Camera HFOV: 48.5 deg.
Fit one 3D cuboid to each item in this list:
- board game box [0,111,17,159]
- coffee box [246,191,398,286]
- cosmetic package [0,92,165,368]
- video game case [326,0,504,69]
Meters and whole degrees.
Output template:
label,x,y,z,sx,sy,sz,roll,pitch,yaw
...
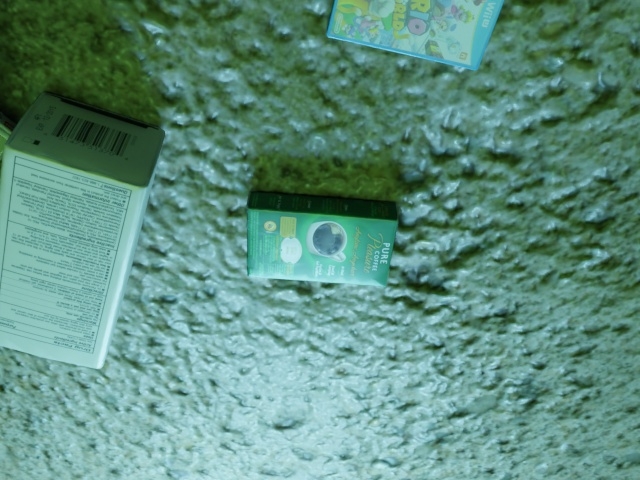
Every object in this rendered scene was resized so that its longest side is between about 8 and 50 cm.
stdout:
label,x,y,z,sx,sy,sz,roll,pitch,yaw
board game box,-0.510,-0.073,0.783,0.305,0.053,0.193,-44,116,6
coffee box,0.000,0.000,0.892,0.184,0.040,0.113,3,128,0
cosmetic package,-0.294,-0.003,0.845,0.153,0.129,0.296,17,125,-13
video game case,0.100,-0.246,0.718,0.166,0.015,0.119,11,127,-7
